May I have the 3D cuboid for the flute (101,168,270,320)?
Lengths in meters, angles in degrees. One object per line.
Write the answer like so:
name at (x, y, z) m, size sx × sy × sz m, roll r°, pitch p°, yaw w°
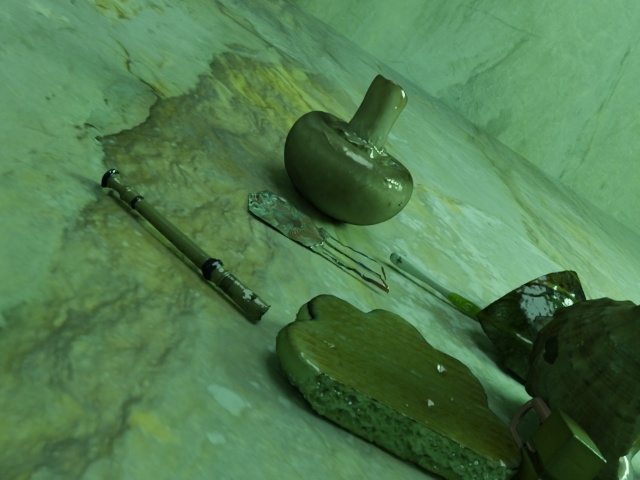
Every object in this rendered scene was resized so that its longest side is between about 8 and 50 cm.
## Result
flute at (-0.144, 0.004, 1.058) m, size 0.233 × 0.027 × 0.027 m, roll 41°, pitch 19°, yaw 13°

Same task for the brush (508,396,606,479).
brush at (0.237, 0.223, 1.081) m, size 0.047 × 0.103 × 0.233 m, roll 36°, pitch 9°, yaw -2°

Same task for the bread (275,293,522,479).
bread at (0.078, 0.147, 1.044) m, size 0.286 × 0.056 × 0.207 m, roll 32°, pitch 21°, yaw -12°

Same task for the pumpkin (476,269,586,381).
pumpkin at (0.355, 0.134, 1.457) m, size 0.278 × 0.111 × 0.163 m, roll 1°, pitch 50°, yaw -57°

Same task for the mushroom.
mushroom at (0.059, -0.136, 1.473) m, size 0.207 × 0.215 × 0.207 m, roll 30°, pitch 11°, yaw -6°

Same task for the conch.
conch at (0.338, 0.171, 1.201) m, size 0.186 × 0.324 × 0.263 m, roll 1°, pitch 53°, yaw 14°

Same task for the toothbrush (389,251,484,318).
toothbrush at (0.209, 0.090, 1.476) m, size 0.263 × 0.022 × 0.026 m, roll 33°, pitch 15°, yaw -10°

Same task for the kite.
kite at (0.002, -0.002, 1.354) m, size 0.229 × 0.016 × 0.127 m, roll 33°, pitch 21°, yaw -6°
